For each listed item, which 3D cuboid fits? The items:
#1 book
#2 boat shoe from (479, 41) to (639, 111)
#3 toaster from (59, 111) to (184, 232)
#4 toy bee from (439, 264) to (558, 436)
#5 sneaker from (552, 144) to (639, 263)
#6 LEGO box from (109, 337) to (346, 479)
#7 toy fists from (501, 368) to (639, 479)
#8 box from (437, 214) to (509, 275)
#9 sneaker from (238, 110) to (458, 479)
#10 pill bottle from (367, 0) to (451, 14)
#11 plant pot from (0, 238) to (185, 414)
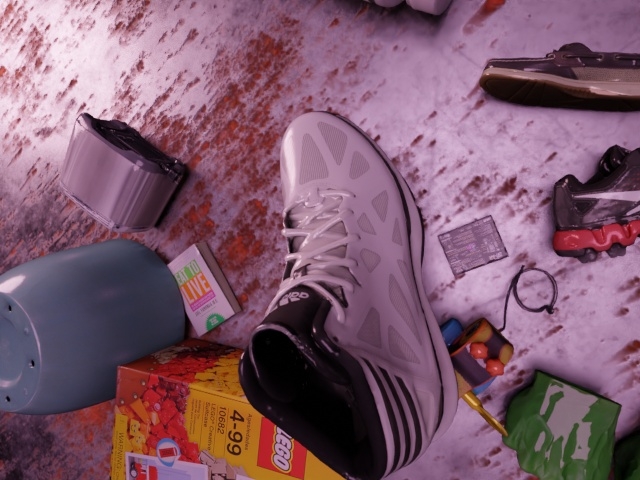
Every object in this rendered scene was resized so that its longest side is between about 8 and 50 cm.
[{"bbox_3d":[-0.217,0.089,0.770,0.096,0.035,0.144,-34,82,20],"label":"book"},{"bbox_3d":[0.331,-0.222,0.563,0.223,0.080,0.074,12,90,12],"label":"boat shoe"},{"bbox_3d":[-0.352,-0.113,0.757,0.226,0.129,0.147,34,105,12],"label":"toaster"},{"bbox_3d":[0.186,0.156,0.574,0.195,0.162,0.299,25,99,17],"label":"toy bee"},{"bbox_3d":[0.426,-0.067,0.521,0.275,0.097,0.135,-16,89,19],"label":"sneaker"},{"bbox_3d":[-0.123,0.447,0.663,0.371,0.193,0.501,6,94,18],"label":"LEGO box"},{"bbox_3d":[0.386,0.286,0.550,0.278,0.096,0.142,21,88,18],"label":"toy fists"},{"bbox_3d":[0.226,0.008,0.629,0.083,0.018,0.067,-24,84,17],"label":"box"},{"bbox_3d":[0.018,0.021,0.459,0.169,0.257,0.448,-24,74,22],"label":"sneaker"},{"bbox_3d":[0.063,-0.435,0.594,0.283,0.161,0.161,27,99,15],"label":"pill bottle"},{"bbox_3d":[-0.424,0.152,0.717,0.292,0.235,0.294,2,96,22],"label":"plant pot"}]
